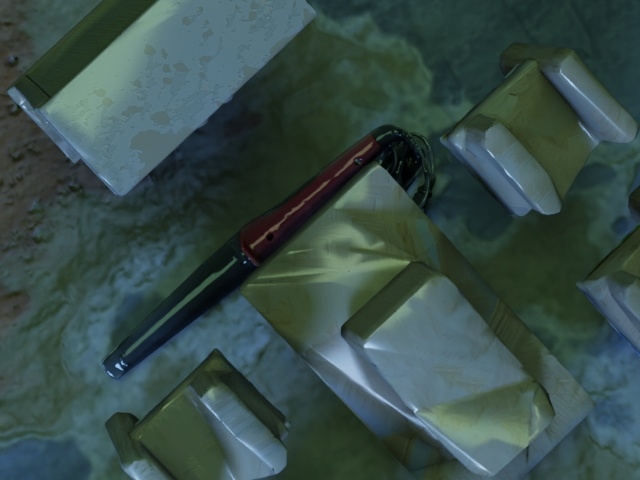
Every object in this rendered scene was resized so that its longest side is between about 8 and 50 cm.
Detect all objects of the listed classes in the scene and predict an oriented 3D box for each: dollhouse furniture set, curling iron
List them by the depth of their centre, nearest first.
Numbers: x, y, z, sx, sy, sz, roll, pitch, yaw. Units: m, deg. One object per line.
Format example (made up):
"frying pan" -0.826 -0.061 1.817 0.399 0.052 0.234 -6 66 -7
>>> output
"dollhouse furniture set" 0.000 0.000 1.227 0.362 0.256 0.394 -43 104 -3
"curling iron" -0.035 0.011 1.316 0.274 0.035 0.068 -33 73 -3
